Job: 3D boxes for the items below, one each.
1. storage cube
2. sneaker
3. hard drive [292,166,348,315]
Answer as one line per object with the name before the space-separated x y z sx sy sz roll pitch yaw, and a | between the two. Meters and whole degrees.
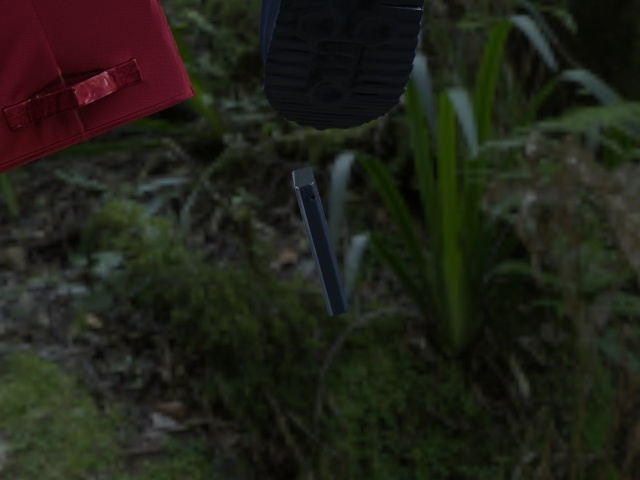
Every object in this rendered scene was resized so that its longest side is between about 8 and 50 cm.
storage cube | -0.229 -0.187 1.176 0.183 0.193 0.215 -22 21 -7
sneaker | 0.031 -0.209 0.786 0.112 0.319 0.131 10 49 -16
hard drive | 0.000 0.000 1.473 0.022 0.135 0.094 -15 13 1
